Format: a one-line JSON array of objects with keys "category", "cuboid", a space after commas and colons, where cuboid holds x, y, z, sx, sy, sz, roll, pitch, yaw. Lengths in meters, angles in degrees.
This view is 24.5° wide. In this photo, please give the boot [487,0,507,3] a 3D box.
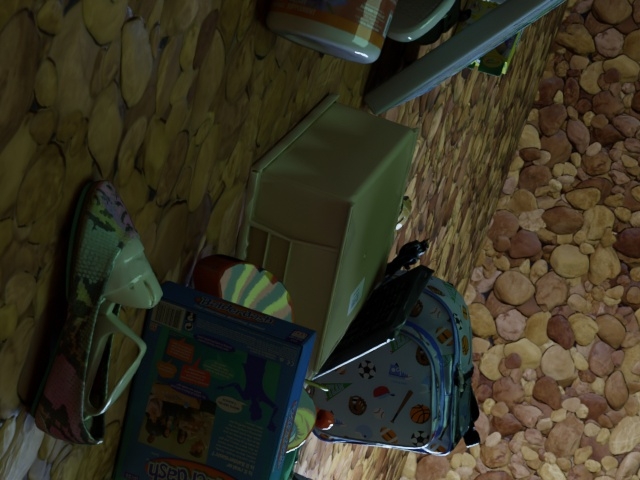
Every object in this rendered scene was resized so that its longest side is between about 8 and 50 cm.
[{"category": "boot", "cuboid": [0.279, -0.452, 2.186, 0.076, 0.190, 0.208, -49, 148, -35]}]

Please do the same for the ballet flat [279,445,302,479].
[{"category": "ballet flat", "cuboid": [-0.147, 0.334, 1.650, 0.147, 0.147, 0.409, 68, 45, -71]}]

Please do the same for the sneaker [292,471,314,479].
[{"category": "sneaker", "cuboid": [-0.041, 0.425, 2.207, 0.271, 0.108, 0.100, 89, 21, -59]}]

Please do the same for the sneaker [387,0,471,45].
[{"category": "sneaker", "cuboid": [0.145, -0.302, 1.972, 0.256, 0.094, 0.151, -62, 159, -44]}]

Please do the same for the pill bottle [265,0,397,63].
[{"category": "pill bottle", "cuboid": [0.032, -0.295, 1.463, 0.121, 0.121, 0.216, 18, 90, -77]}]

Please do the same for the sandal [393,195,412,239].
[{"category": "sandal", "cuboid": [0.121, -0.042, 2.357, 0.180, 0.049, 0.072, 91, 21, -53]}]

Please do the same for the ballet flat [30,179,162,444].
[{"category": "ballet flat", "cuboid": [-0.173, 0.063, 1.190, 0.077, 0.079, 0.221, -26, 133, -71]}]

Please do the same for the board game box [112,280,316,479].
[{"category": "board game box", "cuboid": [-0.105, 0.163, 1.437, 0.047, 0.160, 0.210, -41, 148, -67]}]

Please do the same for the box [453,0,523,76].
[{"category": "box", "cuboid": [0.287, -0.357, 2.491, 0.043, 0.105, 0.179, 80, 32, -64]}]

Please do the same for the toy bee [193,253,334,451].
[{"category": "toy bee", "cuboid": [-0.065, 0.157, 1.561, 0.162, 0.195, 0.298, -5, 123, -36]}]

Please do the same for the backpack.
[{"category": "backpack", "cuboid": [0.101, 0.176, 2.175, 0.213, 0.276, 0.263, -14, 108, -77]}]

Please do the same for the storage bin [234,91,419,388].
[{"category": "storage bin", "cuboid": [0.000, 0.000, 1.743, 0.262, 0.123, 0.260, -50, 156, -59]}]

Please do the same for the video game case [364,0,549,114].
[{"category": "video game case", "cuboid": [0.236, -0.291, 2.064, 0.329, 0.036, 0.300, -33, 180, 21]}]

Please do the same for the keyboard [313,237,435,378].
[{"category": "keyboard", "cuboid": [0.052, 0.092, 1.956, 0.317, 0.033, 0.201, -32, -158, 55]}]
